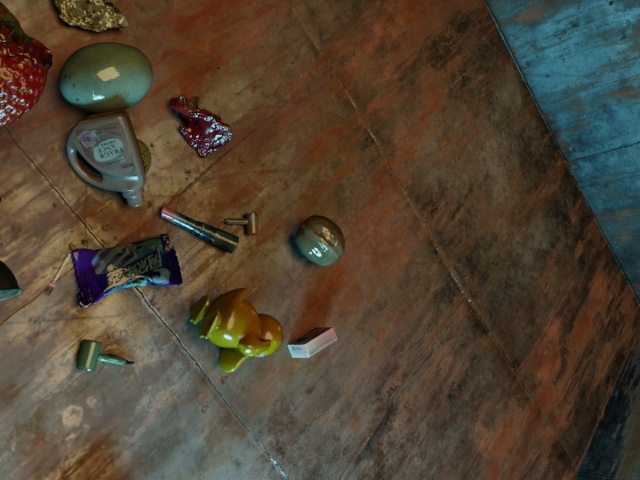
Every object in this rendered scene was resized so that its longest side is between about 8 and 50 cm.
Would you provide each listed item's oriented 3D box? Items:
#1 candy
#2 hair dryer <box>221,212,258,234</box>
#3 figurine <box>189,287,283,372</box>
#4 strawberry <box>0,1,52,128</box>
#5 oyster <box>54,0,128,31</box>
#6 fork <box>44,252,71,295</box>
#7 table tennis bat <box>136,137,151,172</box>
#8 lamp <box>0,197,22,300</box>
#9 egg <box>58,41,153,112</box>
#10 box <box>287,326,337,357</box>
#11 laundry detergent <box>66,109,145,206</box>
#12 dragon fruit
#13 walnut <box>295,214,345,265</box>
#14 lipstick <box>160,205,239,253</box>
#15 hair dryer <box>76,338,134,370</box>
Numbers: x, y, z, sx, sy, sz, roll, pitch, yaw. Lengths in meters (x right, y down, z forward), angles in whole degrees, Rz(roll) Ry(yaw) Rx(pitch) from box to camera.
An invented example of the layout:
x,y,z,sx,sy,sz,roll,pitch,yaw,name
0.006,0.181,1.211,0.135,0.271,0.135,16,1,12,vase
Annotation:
x,y,z,sx,sy,sz,roll,pitch,yaw,name
-0.485,0.070,1.633,0.275,0.070,0.145,-12,83,-34,candy
-0.233,-0.048,1.874,0.114,0.037,0.063,1,84,-31,hair dryer
-0.219,0.236,1.745,0.215,0.215,0.228,-49,126,-33,figurine
-0.738,-0.362,1.399,0.288,0.250,0.238,-45,120,-7,strawberry
-0.587,-0.594,1.659,0.177,0.064,0.124,-12,95,-37,oyster
-0.625,0.081,1.550,0.016,0.012,0.115,34,64,-30,fork
-0.496,-0.196,1.695,0.100,0.019,0.155,26,66,-34,table tennis bat
-0.754,0.022,1.395,0.172,0.147,0.227,-17,85,-16,lamp
-0.527,-0.402,1.604,0.236,0.169,0.169,-24,98,-40,egg
-0.023,0.305,1.947,0.125,0.089,0.043,-26,99,-39,box
-0.527,-0.193,1.608,0.171,0.076,0.237,-10,113,-1,laundry detergent
-0.344,-0.333,1.822,0.192,0.122,0.092,39,22,-24,dragon fruit
0.001,0.001,1.986,0.162,0.140,0.140,44,58,-37,walnut
-0.333,-0.034,1.778,0.234,0.053,0.053,28,67,-31,lipstick
-0.521,0.290,1.592,0.150,0.047,0.071,25,70,-45,hair dryer
